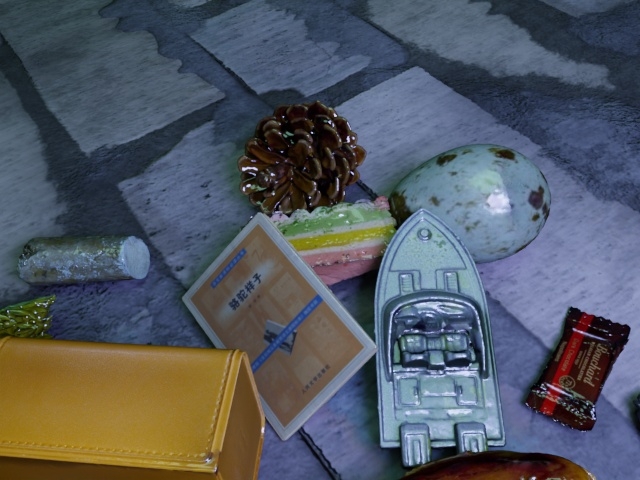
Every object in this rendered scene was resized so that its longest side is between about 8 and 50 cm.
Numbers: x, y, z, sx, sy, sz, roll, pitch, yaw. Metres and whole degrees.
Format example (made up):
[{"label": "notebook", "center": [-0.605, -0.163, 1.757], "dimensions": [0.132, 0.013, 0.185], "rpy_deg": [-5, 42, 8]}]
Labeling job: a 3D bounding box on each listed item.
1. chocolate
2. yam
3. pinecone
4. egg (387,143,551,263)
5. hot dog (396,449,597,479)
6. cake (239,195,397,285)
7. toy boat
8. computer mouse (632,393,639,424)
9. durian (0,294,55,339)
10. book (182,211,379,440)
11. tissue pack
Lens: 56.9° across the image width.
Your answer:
[{"label": "chocolate", "center": [0.328, 0.159, 0.747], "dimensions": [0.086, 0.028, 0.182], "rpy_deg": [19, 53, 28]}, {"label": "yam", "center": [-0.353, 0.030, 0.883], "dimensions": [0.179, 0.078, 0.078], "rpy_deg": [-1, 50, 3]}, {"label": "pinecone", "center": [-0.035, -0.116, 0.918], "dimensions": [0.185, 0.169, 0.212], "rpy_deg": [-3, 35, 21]}, {"label": "egg", "center": [0.205, -0.049, 0.841], "dimensions": [0.231, 0.169, 0.169], "rpy_deg": [-7, 48, 21]}, {"label": "hot dog", "center": [0.135, 0.264, 0.543], "dimensions": [0.325, 0.107, 0.194], "rpy_deg": [-15, 7, -1]}, {"label": "cake", "center": [0.003, 0.013, 0.846], "dimensions": [0.225, 0.090, 0.109], "rpy_deg": [-11, 51, 2]}, {"label": "toy boat", "center": [0.135, 0.107, 0.718], "dimensions": [0.141, 0.092, 0.320], "rpy_deg": [-3, 67, 4]}, {"label": "computer mouse", "center": [0.447, 0.220, 0.669], "dimensions": [0.172, 0.057, 0.099], "rpy_deg": [15, 54, 31]}, {"label": "durian", "center": [-0.526, 0.177, 0.728], "dimensions": [0.394, 0.163, 0.198], "rpy_deg": [-26, 50, -9]}, {"label": "book", "center": [-0.061, 0.103, 0.752], "dimensions": [0.170, 0.018, 0.242], "rpy_deg": [-47, 66, 10]}, {"label": "tissue pack", "center": [-0.212, 0.212, 0.645], "dimensions": [0.274, 0.194, 0.145], "rpy_deg": [3, 46, 7]}]
